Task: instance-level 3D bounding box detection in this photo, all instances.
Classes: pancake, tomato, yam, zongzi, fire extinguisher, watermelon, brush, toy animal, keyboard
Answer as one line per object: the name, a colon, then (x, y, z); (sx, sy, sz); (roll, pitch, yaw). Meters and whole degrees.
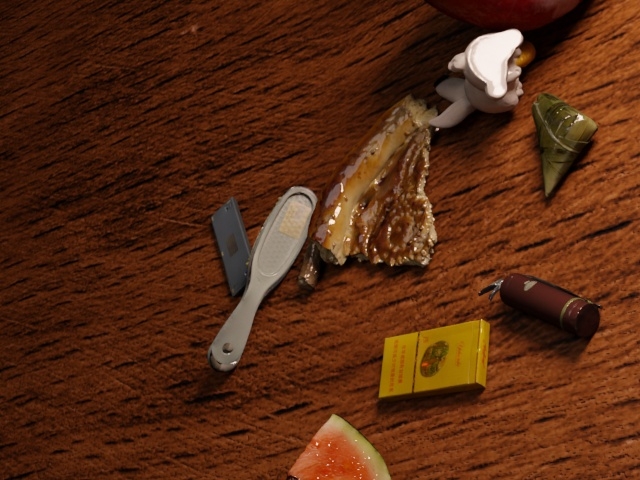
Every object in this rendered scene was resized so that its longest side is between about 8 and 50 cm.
pancake: (0.097, -0.061, 1.862); (0.266, 0.057, 0.244); (-50, 42, 8)
tomato: (0.238, -0.354, 1.769); (0.309, 0.309, 0.170); (-10, 93, 42)
yam: (0.000, 0.000, 1.942); (0.032, 0.032, 0.145); (2, 67, 46)
zongzi: (0.289, -0.122, 1.721); (0.113, 0.052, 0.104); (-63, 31, 14)
fire extinguisher: (0.263, 0.071, 1.622); (0.064, 0.043, 0.158); (-37, 35, -22)
watermelon: (0.025, 0.324, 1.672); (0.145, 0.137, 0.193); (24, 83, 14)
brush: (-0.093, 0.053, 1.985); (0.296, 0.068, 0.060); (-63, 24, -3)
toy animal: (0.216, -0.220, 1.810); (0.127, 0.181, 0.131); (13, 74, 5)
keyboard: (-0.132, 0.009, 2.082); (0.055, 0.014, 0.176); (-40, 43, 21)

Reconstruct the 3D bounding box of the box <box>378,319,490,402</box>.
box: (0.143, 0.153, 1.709); (0.155, 0.023, 0.086); (-14, 54, 39)
